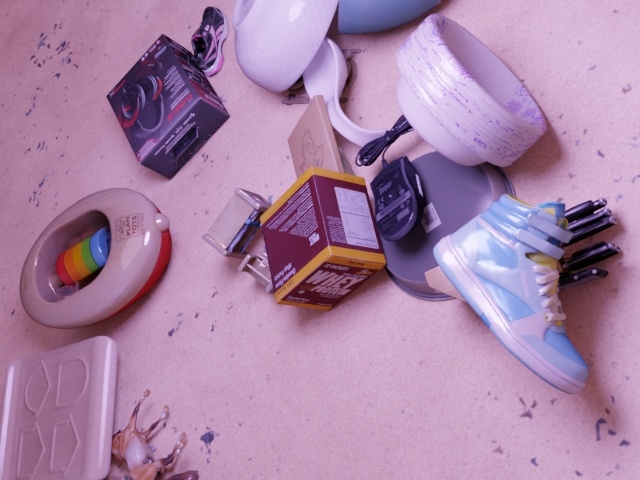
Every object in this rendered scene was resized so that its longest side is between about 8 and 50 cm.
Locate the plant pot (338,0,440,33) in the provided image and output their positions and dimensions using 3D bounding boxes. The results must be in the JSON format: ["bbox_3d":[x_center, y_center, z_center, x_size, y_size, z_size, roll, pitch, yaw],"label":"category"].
[{"bbox_3d":[0.147,-0.543,1.965,0.195,0.290,0.290,7,74,3],"label":"plant pot"}]

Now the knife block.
[{"bbox_3d":[0.341,0.013,1.648,0.275,0.088,0.242,22,93,25],"label":"knife block"}]

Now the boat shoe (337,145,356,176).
[{"bbox_3d":[0.037,-0.151,2.025,0.056,0.048,0.153,-54,42,24],"label":"boat shoe"}]

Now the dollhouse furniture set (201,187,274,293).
[{"bbox_3d":[-0.117,0.003,2.047,0.183,0.129,0.129,38,98,16],"label":"dollhouse furniture set"}]

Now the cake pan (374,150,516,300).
[{"bbox_3d":[0.215,-0.037,1.828,0.293,0.054,0.293,-15,65,34],"label":"cake pan"}]

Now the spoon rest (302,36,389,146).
[{"bbox_3d":[0.033,-0.298,2.016,0.276,0.084,0.137,57,140,27],"label":"spoon rest"}]

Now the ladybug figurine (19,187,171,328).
[{"bbox_3d":[-0.498,0.050,2.281,0.449,0.162,0.305,-23,61,30],"label":"ladybug figurine"}]

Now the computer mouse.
[{"bbox_3d":[0.167,-0.120,1.826,0.184,0.060,0.262,-41,41,24],"label":"computer mouse"}]

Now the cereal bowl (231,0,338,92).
[{"bbox_3d":[-0.090,-0.491,2.102,0.339,0.141,0.339,-46,33,43],"label":"cereal bowl"}]

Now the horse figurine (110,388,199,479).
[{"bbox_3d":[-0.357,0.440,2.082,0.174,0.066,0.263,-53,49,8],"label":"horse figurine"}]

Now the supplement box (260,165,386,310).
[{"bbox_3d":[0.000,0.000,1.898,0.191,0.129,0.194,-42,49,42],"label":"supplement box"}]

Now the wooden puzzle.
[{"bbox_3d":[-0.587,0.404,2.269,0.347,0.080,0.322,-15,64,32],"label":"wooden puzzle"}]

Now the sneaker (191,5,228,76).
[{"bbox_3d":[-0.268,-0.483,2.366,0.072,0.077,0.178,-18,62,31],"label":"sneaker"}]

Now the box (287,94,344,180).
[{"bbox_3d":[-0.010,-0.167,2.019,0.164,0.021,0.201,127,136,-52],"label":"box"}]

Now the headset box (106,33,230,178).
[{"bbox_3d":[-0.356,-0.306,2.343,0.218,0.110,0.293,-44,52,16],"label":"headset box"}]

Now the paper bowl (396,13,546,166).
[{"bbox_3d":[0.245,-0.243,1.734,0.148,0.284,0.284,-46,50,26],"label":"paper bowl"}]

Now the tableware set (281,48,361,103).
[{"bbox_3d":[-0.009,-0.359,2.138,0.194,0.039,0.128,6,77,40],"label":"tableware set"}]

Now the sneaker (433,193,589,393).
[{"bbox_3d":[0.340,0.061,1.527,0.208,0.127,0.319,-45,71,16],"label":"sneaker"}]
